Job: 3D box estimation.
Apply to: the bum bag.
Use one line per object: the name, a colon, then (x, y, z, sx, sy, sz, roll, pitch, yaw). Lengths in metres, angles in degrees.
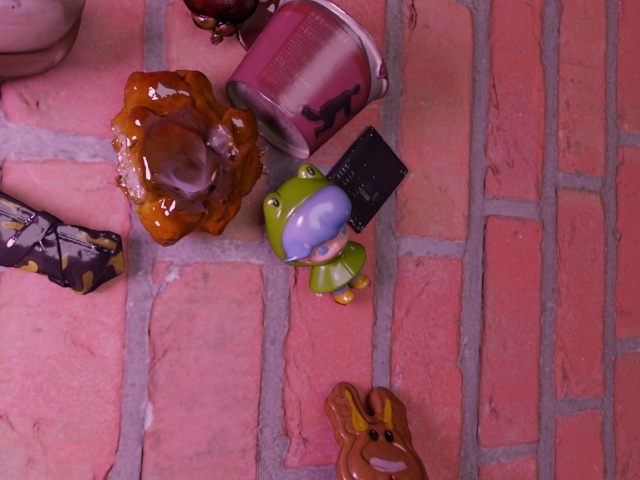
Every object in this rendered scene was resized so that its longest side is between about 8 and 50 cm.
bum bag: (-0.392, 0.004, 0.796, 0.232, 0.060, 0.107, 26, 85, -24)

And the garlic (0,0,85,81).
garlic: (-0.435, -0.298, 0.694, 0.292, 0.237, 0.210, -53, 129, -59)

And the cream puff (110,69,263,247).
cream puff: (-0.202, -0.120, 0.850, 0.241, 0.155, 0.269, 22, 79, -22)

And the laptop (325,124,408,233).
laptop: (0.086, -0.120, 1.089, 0.129, 0.016, 0.180, 47, 67, -20)

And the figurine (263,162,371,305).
figurine: (0.000, 0.000, 0.977, 0.162, 0.143, 0.263, -40, 124, -16)

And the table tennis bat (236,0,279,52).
table tennis bat: (-0.093, -0.396, 0.998, 0.098, 0.019, 0.155, 24, 80, -26)

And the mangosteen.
mangosteen: (-0.163, -0.389, 0.909, 0.140, 0.140, 0.140, 1, 88, -29)

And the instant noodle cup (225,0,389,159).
instant noodle cup: (-0.031, -0.259, 0.920, 0.235, 0.235, 0.178, 44, 78, -20)

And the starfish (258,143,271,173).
starfish: (-0.125, -0.138, 0.973, 0.092, 0.016, 0.086, 23, 80, -24)

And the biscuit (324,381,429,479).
biscuit: (0.105, 0.375, 0.964, 0.186, 0.044, 0.295, 11, 40, -27)
